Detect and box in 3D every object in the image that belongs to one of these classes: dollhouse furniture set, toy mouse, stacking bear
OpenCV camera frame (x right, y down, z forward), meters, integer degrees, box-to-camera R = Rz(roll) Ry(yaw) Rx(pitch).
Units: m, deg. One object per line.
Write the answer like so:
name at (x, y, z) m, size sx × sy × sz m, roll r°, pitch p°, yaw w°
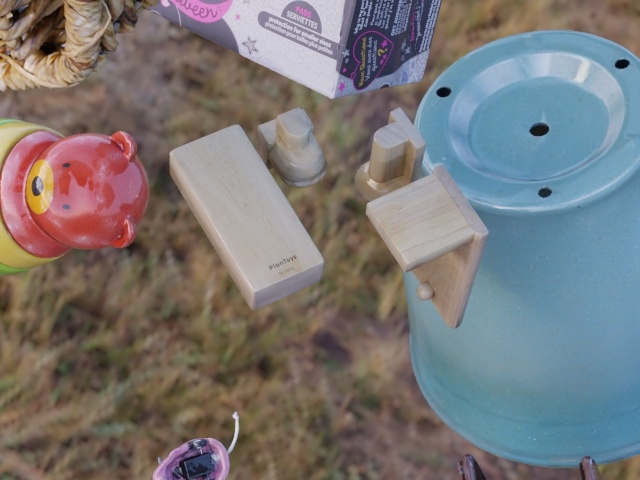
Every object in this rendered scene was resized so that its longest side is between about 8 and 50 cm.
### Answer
dollhouse furniture set at (0.000, 0.000, 1.297) m, size 0.151 × 0.123 × 0.144 m, roll -24°, pitch 64°, yaw -18°
toy mouse at (-0.103, 0.204, 1.489) m, size 0.143 × 0.031 × 0.161 m, roll 9°, pitch 81°, yaw -27°
stacking bear at (-0.287, -0.044, 1.896) m, size 0.289 × 0.175 × 0.164 m, roll -1°, pitch -9°, yaw 38°

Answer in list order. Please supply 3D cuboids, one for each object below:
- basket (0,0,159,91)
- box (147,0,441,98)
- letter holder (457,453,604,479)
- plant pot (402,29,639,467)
basket at (-0.209, -0.197, 1.023) m, size 0.223 × 0.299 × 0.213 m, roll -42°, pitch 54°, yaw -12°
box at (-0.024, -0.250, 1.831) m, size 0.247 × 0.163 × 0.142 m, roll 29°, pitch 27°, yaw 33°
letter holder at (0.195, 0.270, 1.173) m, size 0.214 × 0.152 × 0.302 m, roll 58°, pitch 18°, yaw -48°
plant pot at (0.178, -0.010, 1.515) m, size 0.271 × 0.255 × 0.272 m, roll -9°, pitch 48°, yaw 10°
